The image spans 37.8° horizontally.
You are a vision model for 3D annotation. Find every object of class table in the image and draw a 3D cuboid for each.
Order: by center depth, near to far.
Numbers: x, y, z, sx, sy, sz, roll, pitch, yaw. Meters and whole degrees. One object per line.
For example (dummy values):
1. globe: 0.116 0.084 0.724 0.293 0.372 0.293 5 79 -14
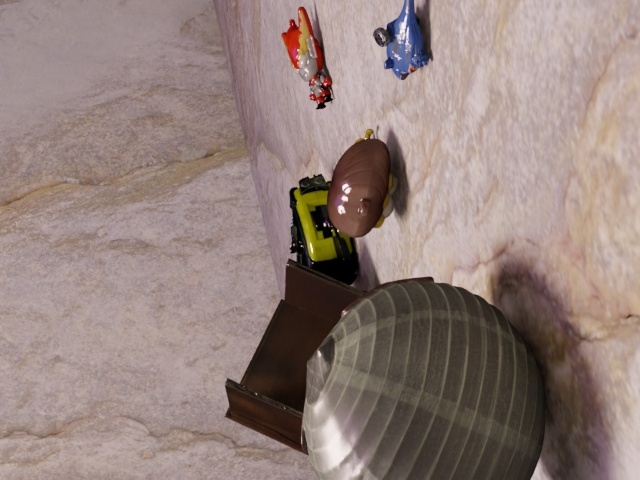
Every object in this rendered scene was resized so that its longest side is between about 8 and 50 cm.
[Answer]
1. table: -0.034 0.212 1.642 0.282 0.196 0.250 98 -162 -68

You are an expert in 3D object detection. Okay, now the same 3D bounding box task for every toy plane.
1. toy plane: 0.096 -0.233 1.007 0.062 0.054 0.167 44 156 28

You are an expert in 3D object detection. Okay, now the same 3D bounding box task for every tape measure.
1. tape measure: 0.000 0.000 1.787 0.199 0.112 0.186 86 167 -50

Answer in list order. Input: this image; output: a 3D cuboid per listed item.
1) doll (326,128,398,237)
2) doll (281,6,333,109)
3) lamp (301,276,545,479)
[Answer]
1. doll: 0.065 -0.090 1.309 0.145 0.096 0.188 113 173 -50
2. doll: -0.019 -0.318 1.660 0.169 0.057 0.109 63 155 5
3. lamp: 0.092 0.156 0.888 0.233 0.233 0.265 100 -169 -69
